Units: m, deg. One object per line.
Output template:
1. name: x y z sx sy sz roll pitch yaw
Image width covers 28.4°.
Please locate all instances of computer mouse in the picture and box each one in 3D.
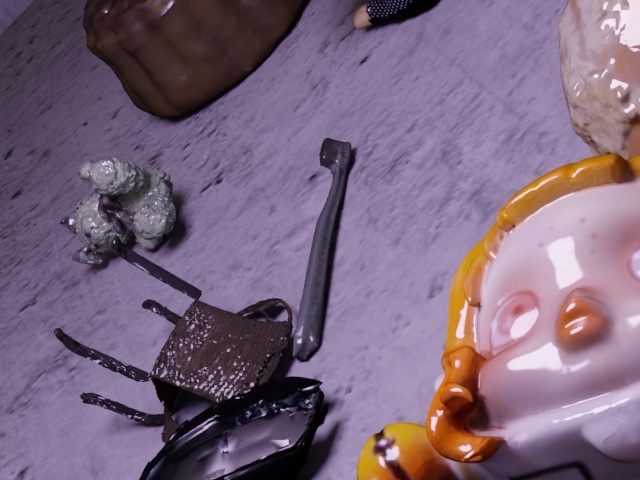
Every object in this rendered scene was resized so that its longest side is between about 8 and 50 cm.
1. computer mouse: -0.091 0.193 1.042 0.241 0.077 0.146 -42 29 10

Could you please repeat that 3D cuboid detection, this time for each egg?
1. egg: 0.265 -0.138 0.845 0.203 0.203 0.245 -6 42 52

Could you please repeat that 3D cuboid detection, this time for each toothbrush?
1. toothbrush: 0.000 0.000 1.226 0.297 0.030 0.030 -81 16 -46

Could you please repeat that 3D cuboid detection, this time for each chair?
1. chair: -0.127 0.108 1.201 0.213 0.149 0.174 21 63 20

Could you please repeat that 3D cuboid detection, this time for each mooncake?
1. mooncake: -0.179 -0.337 1.771 0.324 0.187 0.324 -33 30 21

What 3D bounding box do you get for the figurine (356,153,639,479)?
1. figurine: 0.176 0.084 0.678 0.320 0.196 0.323 -21 41 23

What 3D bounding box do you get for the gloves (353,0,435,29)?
1. gloves: 0.066 -0.324 1.472 0.180 0.129 0.106 8 48 47

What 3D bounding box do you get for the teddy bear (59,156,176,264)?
1. teddy bear: -0.238 -0.046 1.537 0.111 0.133 0.213 -39 5 -32
